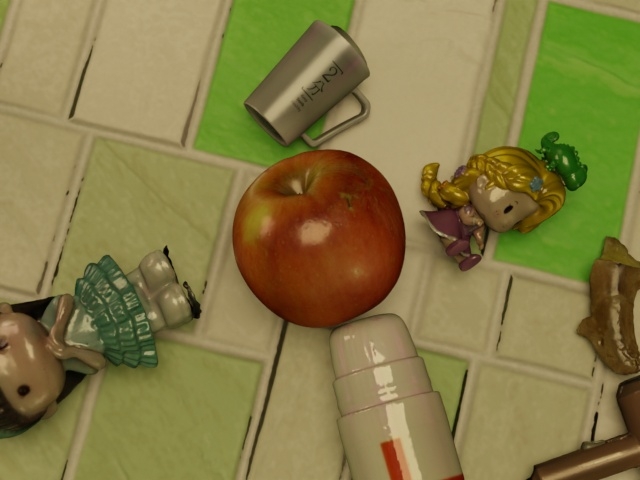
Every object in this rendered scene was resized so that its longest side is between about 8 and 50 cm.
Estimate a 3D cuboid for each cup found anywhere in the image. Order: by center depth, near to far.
[{"bbox_3d":[-0.004,-0.142,1.291,0.116,0.074,0.104,-47,112,-7],"label":"cup"}]

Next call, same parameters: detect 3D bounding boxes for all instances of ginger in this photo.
[{"bbox_3d":[0.281,0.060,1.267,0.057,0.044,0.137,8,78,-19],"label":"ginger"}]

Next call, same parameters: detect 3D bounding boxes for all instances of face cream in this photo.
[{"bbox_3d":[0.084,0.232,1.190,0.102,0.102,0.346,-15,80,-6],"label":"face cream"}]

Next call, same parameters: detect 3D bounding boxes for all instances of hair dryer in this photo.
[{"bbox_3d":[0.263,0.198,1.229,0.181,0.064,0.117,-19,78,-1],"label":"hair dryer"}]

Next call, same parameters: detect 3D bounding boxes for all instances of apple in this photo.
[{"bbox_3d":[0.000,0.000,1.213,0.163,0.163,0.139,-29,120,-8],"label":"apple"}]

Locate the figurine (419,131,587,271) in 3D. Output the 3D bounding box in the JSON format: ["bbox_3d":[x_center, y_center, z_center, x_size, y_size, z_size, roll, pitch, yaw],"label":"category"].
[{"bbox_3d":[0.168,-0.058,1.266,0.156,0.095,0.115,-35,59,9],"label":"figurine"}]

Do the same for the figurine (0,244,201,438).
[{"bbox_3d":[-0.238,0.083,1.210,0.245,0.110,0.138,-26,78,-13],"label":"figurine"}]
